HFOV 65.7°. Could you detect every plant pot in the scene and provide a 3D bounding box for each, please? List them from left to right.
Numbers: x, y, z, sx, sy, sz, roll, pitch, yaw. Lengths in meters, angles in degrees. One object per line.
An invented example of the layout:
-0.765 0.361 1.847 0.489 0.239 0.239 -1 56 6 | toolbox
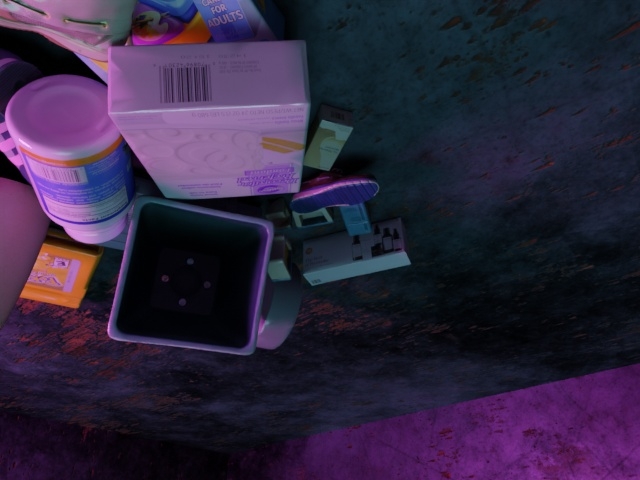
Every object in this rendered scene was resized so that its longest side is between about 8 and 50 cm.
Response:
-0.643 0.040 0.905 0.257 0.273 0.256 0 168 0 | plant pot
-0.255 0.075 0.973 0.248 0.246 0.252 11 170 -18 | plant pot

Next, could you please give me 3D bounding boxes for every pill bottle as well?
-0.377 -0.110 0.789 0.153 0.152 0.272 6 149 -11 | pill bottle

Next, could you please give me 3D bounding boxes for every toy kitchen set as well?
0.000 0.000 1.029 0.207 0.166 0.122 -9 145 12 | toy kitchen set

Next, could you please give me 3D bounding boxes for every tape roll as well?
-0.129 0.148 1.196 0.072 0.219 0.219 18 141 -26 | tape roll

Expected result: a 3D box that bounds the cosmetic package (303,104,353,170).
0.009 -0.179 0.876 0.060 0.041 0.115 10 144 -16 | cosmetic package

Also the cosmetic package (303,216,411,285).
0.078 0.025 1.132 0.239 0.098 0.060 -14 141 17 | cosmetic package

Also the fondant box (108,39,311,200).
-0.144 -0.159 0.743 0.239 0.096 0.330 -4 168 -6 | fondant box

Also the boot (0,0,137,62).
-0.292 -0.295 0.520 0.213 0.077 0.165 15 144 -35 | boot

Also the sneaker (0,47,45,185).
-0.492 -0.193 0.811 0.131 0.112 0.319 30 149 5 | sneaker

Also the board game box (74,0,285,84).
-0.238 -0.333 0.606 0.254 0.079 0.336 -17 143 21 | board game box

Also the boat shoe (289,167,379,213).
0.025 -0.106 0.961 0.183 0.066 0.066 -9 143 21 | boat shoe

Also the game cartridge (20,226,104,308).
-0.702 0.060 1.196 0.286 0.052 0.323 17 141 -25 | game cartridge

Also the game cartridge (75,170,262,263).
-0.326 -0.040 1.057 0.355 0.068 0.230 14 139 -21 | game cartridge
